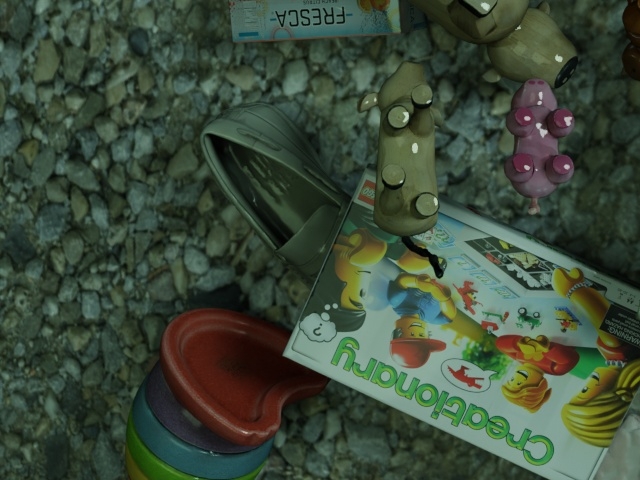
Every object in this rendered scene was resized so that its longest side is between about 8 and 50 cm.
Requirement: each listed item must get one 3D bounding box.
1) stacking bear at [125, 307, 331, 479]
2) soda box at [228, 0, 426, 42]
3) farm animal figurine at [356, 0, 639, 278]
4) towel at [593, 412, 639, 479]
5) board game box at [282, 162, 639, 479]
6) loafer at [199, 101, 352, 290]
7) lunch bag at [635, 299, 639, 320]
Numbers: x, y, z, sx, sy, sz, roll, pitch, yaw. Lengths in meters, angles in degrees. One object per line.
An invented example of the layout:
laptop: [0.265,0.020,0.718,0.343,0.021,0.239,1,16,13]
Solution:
stacking bear: [-0.132,0.227,1.448,0.164,0.175,0.289,34,124,14]
soda box: [0.005,-0.222,1.301,0.183,0.063,0.058,2,105,28]
farm animal figurine: [0.132,-0.180,1.165,0.330,0.172,0.326,-33,83,-5]
towel: [0.270,0.370,1.216,0.317,0.053,0.332,-58,31,26]
board game box: [0.142,0.079,1.248,0.305,0.053,0.193,24,101,4]
loafer: [0.000,0.000,1.334,0.319,0.111,0.112,46,119,10]
lunch bag: [0.400,-0.058,1.078,0.235,0.169,0.287,14,102,27]
